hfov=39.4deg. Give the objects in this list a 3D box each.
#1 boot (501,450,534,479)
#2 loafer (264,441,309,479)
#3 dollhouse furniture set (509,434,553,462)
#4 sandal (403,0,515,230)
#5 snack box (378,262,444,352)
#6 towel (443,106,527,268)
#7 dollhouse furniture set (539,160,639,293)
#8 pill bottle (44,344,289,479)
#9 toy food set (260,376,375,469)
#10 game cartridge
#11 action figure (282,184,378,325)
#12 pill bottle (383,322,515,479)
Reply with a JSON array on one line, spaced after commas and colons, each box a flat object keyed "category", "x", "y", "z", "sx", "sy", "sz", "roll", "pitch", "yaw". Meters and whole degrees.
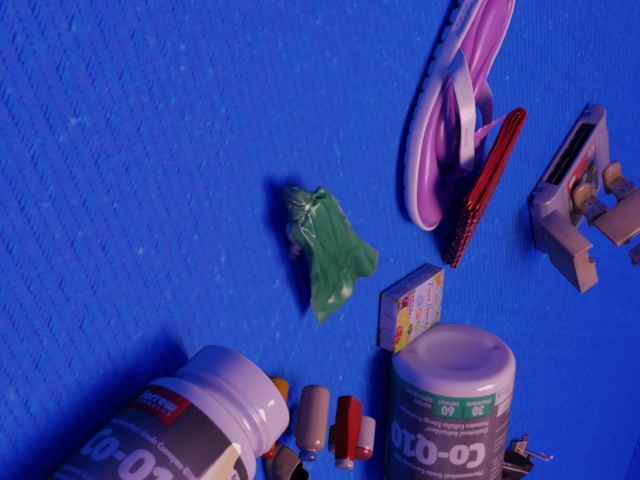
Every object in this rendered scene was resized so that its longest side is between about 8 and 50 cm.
[{"category": "boot", "x": 0.402, "y": 0.548, "z": 2.031, "sx": 0.198, "sy": 0.077, "sz": 0.137, "roll": 26, "pitch": 98, "yaw": -46}, {"category": "loafer", "x": -0.044, "y": 0.354, "z": 1.294, "sx": 0.056, "sy": 0.050, "sz": 0.148, "roll": -46, "pitch": 140, "yaw": -32}, {"category": "dollhouse furniture set", "x": 0.500, "y": 0.525, "z": 2.142, "sx": 0.114, "sy": 0.081, "sz": 0.090, "roll": 17, "pitch": 92, "yaw": -57}, {"category": "sandal", "x": 0.225, "y": -0.210, "z": 1.346, "sx": 0.169, "sy": 0.102, "sz": 0.416, "roll": 3, "pitch": 104, "yaw": -56}, {"category": "snack box", "x": 0.149, "y": 0.109, "z": 1.460, "sx": 0.141, "sy": 0.037, "sz": 0.100, "roll": -28, "pitch": 129, "yaw": -47}, {"category": "towel", "x": 0.263, "y": -0.079, "z": 1.453, "sx": 0.198, "sy": 0.031, "sz": 0.275, "roll": -60, "pitch": 169, "yaw": -17}, {"category": "dollhouse furniture set", "x": 0.568, "y": -0.033, "z": 1.751, "sx": 0.242, "sy": 0.212, "sz": 0.161, "roll": -36, "pitch": 143, "yaw": -2}, {"category": "pill bottle", "x": -0.172, "y": 0.250, "z": 0.954, "sx": 0.283, "sy": 0.161, "sz": 0.161, "roll": -44, "pitch": 139, "yaw": -35}, {"category": "toy food set", "x": 0.003, "y": 0.276, "z": 1.236, "sx": 0.232, "sy": 0.111, "sz": 0.104, "roll": 50, "pitch": 40, "yaw": -50}, {"category": "game cartridge", "x": 0.533, "y": -0.121, "z": 1.888, "sx": 0.294, "sy": 0.060, "sz": 0.196, "roll": -54, "pitch": 147, "yaw": -24}, {"category": "action figure", "x": 0.000, "y": 0.000, "z": 1.164, "sx": 0.137, "sy": 0.064, "sz": 0.232, "roll": -54, "pitch": 148, "yaw": -20}, {"category": "pill bottle", "x": 0.211, "y": 0.339, "z": 1.516, "sx": 0.204, "sy": 0.204, "sz": 0.360, "roll": -28, "pitch": 127, "yaw": -46}]
